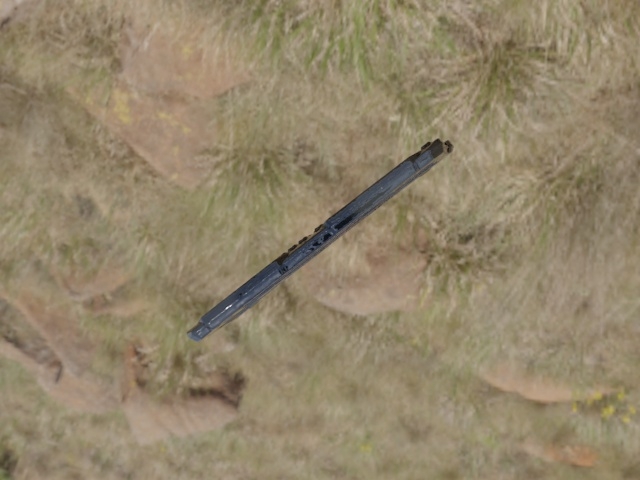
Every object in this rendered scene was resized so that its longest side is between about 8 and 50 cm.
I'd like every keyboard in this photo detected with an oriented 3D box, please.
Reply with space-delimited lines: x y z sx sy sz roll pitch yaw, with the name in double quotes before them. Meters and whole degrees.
"keyboard" 0.000 0.000 0.723 0.262 0.106 0.016 -38 87 15
